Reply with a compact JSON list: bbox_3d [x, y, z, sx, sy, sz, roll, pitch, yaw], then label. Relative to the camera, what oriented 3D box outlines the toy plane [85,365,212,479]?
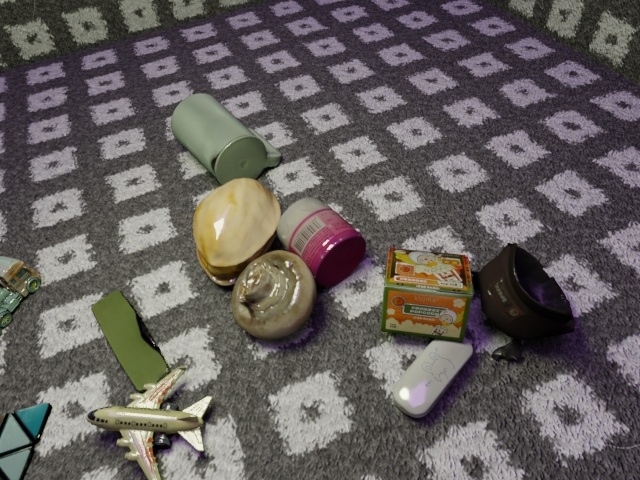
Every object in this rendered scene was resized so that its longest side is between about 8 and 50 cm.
[{"bbox_3d":[-0.371,0.391,0.963,0.255,0.104,0.242,-2,52,4],"label":"toy plane"}]

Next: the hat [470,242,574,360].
[{"bbox_3d":[0.427,0.141,1.014,0.209,0.336,0.238,-36,66,23],"label":"hat"}]

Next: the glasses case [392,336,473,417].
[{"bbox_3d":[0.257,0.297,1.010,0.233,0.059,0.092,-38,53,-27],"label":"glasses case"}]

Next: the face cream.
[{"bbox_3d":[0.000,0.000,1.208,0.175,0.175,0.195,-31,55,-19],"label":"face cream"}]

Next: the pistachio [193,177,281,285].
[{"bbox_3d":[-0.232,-0.036,1.234,0.229,0.230,0.309,7,56,11],"label":"pistachio"}]

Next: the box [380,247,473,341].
[{"bbox_3d":[0.250,0.121,1.072,0.194,0.148,0.178,6,29,10],"label":"box"}]

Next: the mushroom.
[{"bbox_3d":[-0.120,0.128,1.100,0.226,0.178,0.227,-12,51,16],"label":"mushroom"}]

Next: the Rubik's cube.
[{"bbox_3d":[-0.726,0.522,0.909,0.249,0.284,0.234,-33,74,10],"label":"Rubik's cube"}]

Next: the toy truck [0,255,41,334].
[{"bbox_3d":[-0.890,0.155,1.185,0.107,0.140,0.257,11,52,15],"label":"toy truck"}]

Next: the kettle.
[{"bbox_3d":[-0.329,-0.332,1.532,0.318,0.265,0.205,42,96,33],"label":"kettle"}]

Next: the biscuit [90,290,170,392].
[{"bbox_3d":[-0.484,0.250,1.135,0.099,0.038,0.322,-37,57,-19],"label":"biscuit"}]
